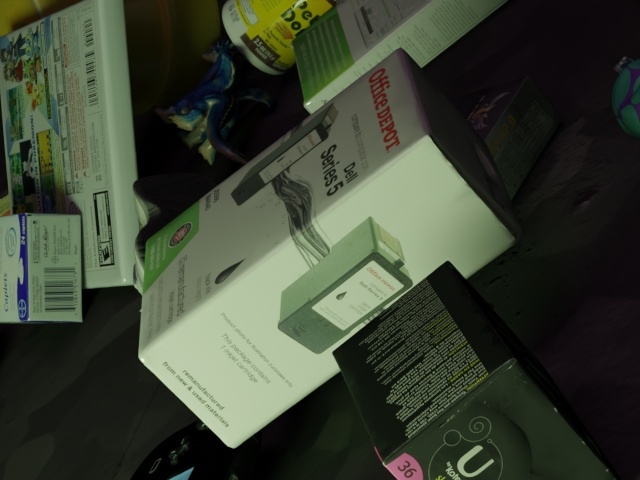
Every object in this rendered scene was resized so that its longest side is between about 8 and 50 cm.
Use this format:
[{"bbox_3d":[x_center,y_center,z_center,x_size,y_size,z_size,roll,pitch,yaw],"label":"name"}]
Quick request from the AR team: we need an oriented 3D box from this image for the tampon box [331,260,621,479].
[{"bbox_3d":[0.094,0.110,0.977,0.101,0.120,0.161,-40,22,6],"label":"tampon box"}]

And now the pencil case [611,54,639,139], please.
[{"bbox_3d":[0.268,-0.095,1.139,0.070,0.064,0.151,-57,21,7],"label":"pencil case"}]

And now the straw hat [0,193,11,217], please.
[{"bbox_3d":[-0.423,-0.037,2.206,0.144,0.061,0.144,-34,6,4],"label":"straw hat"}]

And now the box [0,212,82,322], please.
[{"bbox_3d":[-0.338,0.034,1.827,0.137,0.072,0.126,-7,84,57],"label":"box"}]

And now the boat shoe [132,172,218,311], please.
[{"bbox_3d":[-0.133,0.024,1.568,0.118,0.103,0.320,-5,22,-13],"label":"boat shoe"}]

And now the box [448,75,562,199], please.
[{"bbox_3d":[0.081,-0.030,1.346,0.183,0.056,0.231,-11,38,54],"label":"box"}]

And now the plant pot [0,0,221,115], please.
[{"bbox_3d":[-0.298,-0.281,2.074,0.239,0.254,0.254,-15,2,-38],"label":"plant pot"}]

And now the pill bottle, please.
[{"bbox_3d":[-0.009,-0.305,1.910,0.215,0.117,0.117,-37,22,25],"label":"pill bottle"}]

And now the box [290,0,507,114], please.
[{"bbox_3d":[0.111,-0.267,1.739,0.322,0.058,0.232,-36,22,12],"label":"box"}]

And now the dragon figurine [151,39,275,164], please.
[{"bbox_3d":[-0.114,-0.173,1.902,0.144,0.085,0.289,-45,21,-5],"label":"dragon figurine"}]

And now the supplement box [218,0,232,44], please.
[{"bbox_3d":[-0.079,-0.386,2.204,0.220,0.114,0.111,-31,25,31],"label":"supplement box"}]

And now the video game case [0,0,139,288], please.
[{"bbox_3d":[-0.300,-0.104,1.861,0.036,0.328,0.300,-5,-1,-34],"label":"video game case"}]

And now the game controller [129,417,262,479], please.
[{"bbox_3d":[-0.146,0.259,1.183,0.166,0.067,0.319,-22,29,41],"label":"game controller"}]

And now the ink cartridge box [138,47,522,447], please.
[{"bbox_3d":[0.000,0.000,1.199,0.273,0.115,0.198,-37,23,13],"label":"ink cartridge box"}]
